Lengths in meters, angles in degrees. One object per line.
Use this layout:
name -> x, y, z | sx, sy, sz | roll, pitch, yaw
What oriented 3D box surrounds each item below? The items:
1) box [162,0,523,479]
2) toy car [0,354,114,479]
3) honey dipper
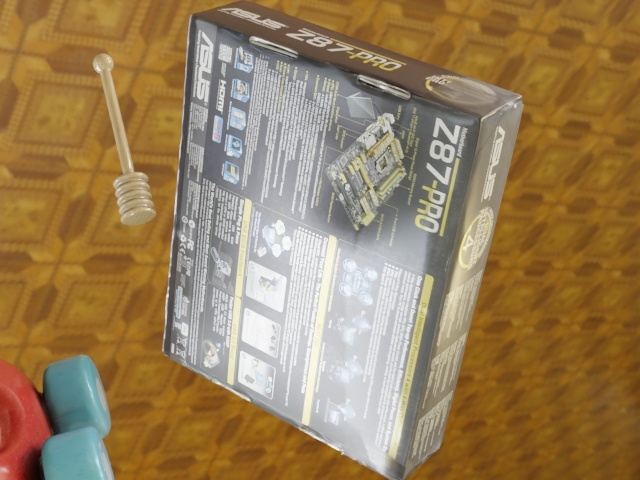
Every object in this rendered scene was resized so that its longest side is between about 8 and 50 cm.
box -> 0.000, 0.000, 1.098 | 0.097, 0.318, 0.395 | -28, 134, -49
toy car -> -0.289, 0.107, 0.832 | 0.219, 0.210, 0.238 | -16, 117, -6
honey dipper -> -0.171, -0.091, 0.954 | 0.030, 0.161, 0.030 | -15, 161, -5
